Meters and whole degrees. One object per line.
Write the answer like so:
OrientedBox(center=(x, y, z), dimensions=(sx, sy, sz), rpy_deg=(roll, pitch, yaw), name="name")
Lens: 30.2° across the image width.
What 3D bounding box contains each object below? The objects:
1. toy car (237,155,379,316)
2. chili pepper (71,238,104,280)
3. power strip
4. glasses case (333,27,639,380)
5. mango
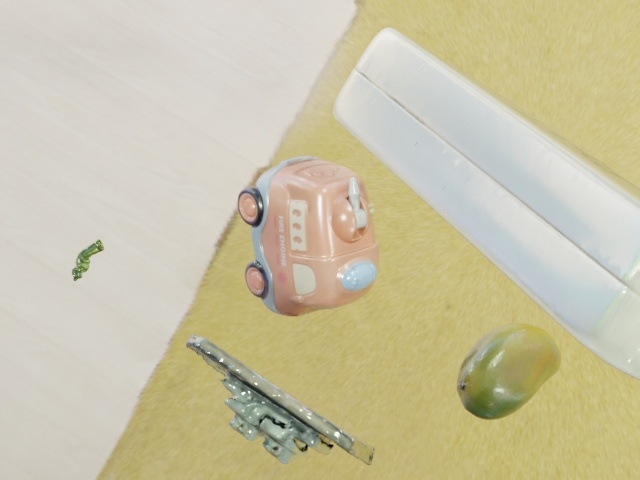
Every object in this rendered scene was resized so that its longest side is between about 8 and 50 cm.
OrientedBox(center=(0.000, 0.000, 1.950), dimensions=(0.212, 0.180, 0.271), rpy_deg=(12, 111, 47), name="toy car")
OrientedBox(center=(-0.342, 0.027, 1.725), dimensions=(0.027, 0.022, 0.083), rpy_deg=(39, 121, -4), name="chili pepper")
OrientedBox(center=(-0.045, 0.184, 1.214), dimensions=(0.198, 0.213, 0.065), rpy_deg=(32, 83, 16), name="power strip")
OrientedBox(center=(0.126, -0.022, 0.668), dimensions=(0.131, 0.313, 0.070), rpy_deg=(24, 105, -34), name="glasses case")
OrientedBox(center=(0.279, 0.189, 1.777), dimensions=(0.191, 0.085, 0.122), rpy_deg=(-38, 103, -31), name="mango")
